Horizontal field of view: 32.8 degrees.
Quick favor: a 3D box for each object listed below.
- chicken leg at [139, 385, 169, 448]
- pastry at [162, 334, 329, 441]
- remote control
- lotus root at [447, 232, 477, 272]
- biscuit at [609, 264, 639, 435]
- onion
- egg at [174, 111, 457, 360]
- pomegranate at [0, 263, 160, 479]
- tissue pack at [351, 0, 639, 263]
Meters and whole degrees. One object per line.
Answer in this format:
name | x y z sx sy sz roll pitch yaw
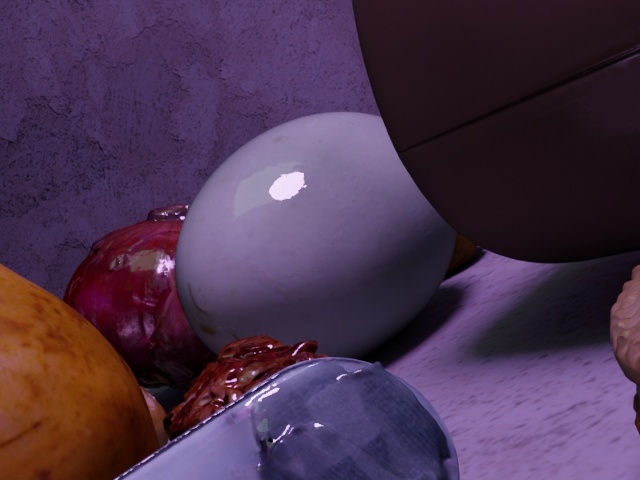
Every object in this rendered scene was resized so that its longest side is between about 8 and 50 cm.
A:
chicken leg | -0.188 0.170 0.901 0.101 0.085 0.207 -42 3 -25
pastry | -0.022 0.108 0.613 0.115 0.097 0.208 -38 9 -11
remote control | -0.045 0.134 0.443 0.247 0.104 0.052 -30 -24 -31
lotus root | 0.072 0.009 1.077 0.191 0.108 0.094 -35 -37 4
biscuit | 0.224 0.013 0.396 0.259 0.079 0.259 -27 6 3
onion | -0.142 0.058 1.116 0.246 0.190 0.246 -9 5 1
egg | 0.000 0.000 0.902 0.203 0.203 0.283 -21 14 48
pomegranate | -0.220 0.124 0.549 0.264 0.264 0.264 -26 6 3
tissue pack | 0.224 -0.133 0.654 0.267 0.276 0.387 -22 0 -42
